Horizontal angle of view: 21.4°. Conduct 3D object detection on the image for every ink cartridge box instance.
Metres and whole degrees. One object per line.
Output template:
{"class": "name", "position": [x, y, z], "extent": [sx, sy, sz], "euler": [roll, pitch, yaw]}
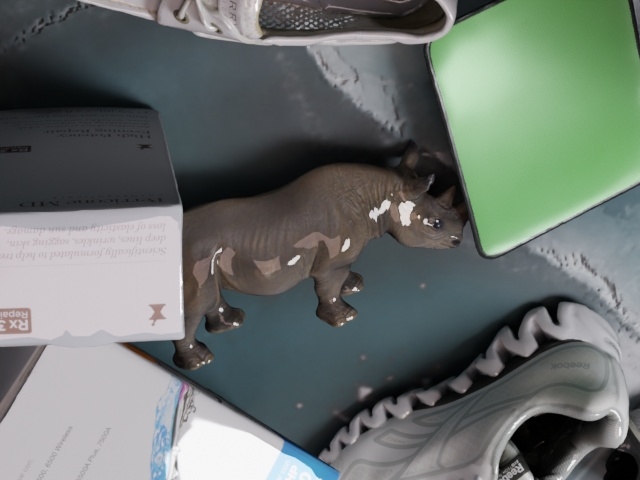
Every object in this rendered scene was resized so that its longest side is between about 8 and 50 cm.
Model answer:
{"class": "ink cartridge box", "position": [-0.147, 0.156, 1.140], "extent": [0.232, 0.171, 0.168], "euler": [33, 84, -25]}

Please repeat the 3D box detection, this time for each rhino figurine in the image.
{"class": "rhino figurine", "position": [0.000, 0.000, 1.151], "extent": [0.243, 0.073, 0.106], "euler": [-18, 117, -2]}

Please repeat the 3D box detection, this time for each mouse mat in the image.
{"class": "mouse mat", "position": [0.153, -0.089, 1.133], "extent": [0.152, 0.007, 0.190], "euler": [-26, 124, -12]}

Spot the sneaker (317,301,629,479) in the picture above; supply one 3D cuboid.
{"class": "sneaker", "position": [0.103, 0.165, 1.257], "extent": [0.292, 0.118, 0.110], "euler": [-37, 124, 17]}

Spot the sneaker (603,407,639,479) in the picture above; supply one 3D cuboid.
{"class": "sneaker", "position": [0.261, 0.198, 1.338], "extent": [0.074, 0.063, 0.170], "euler": [-12, 120, -2]}

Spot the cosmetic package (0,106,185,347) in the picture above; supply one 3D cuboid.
{"class": "cosmetic package", "position": [-0.145, -0.015, 1.013], "extent": [0.117, 0.231, 0.086], "euler": [-2, 107, -9]}

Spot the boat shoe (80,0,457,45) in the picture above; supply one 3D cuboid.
{"class": "boat shoe", "position": [-0.049, -0.165, 1.016], "extent": [0.277, 0.096, 0.098], "euler": [2, 124, -11]}
